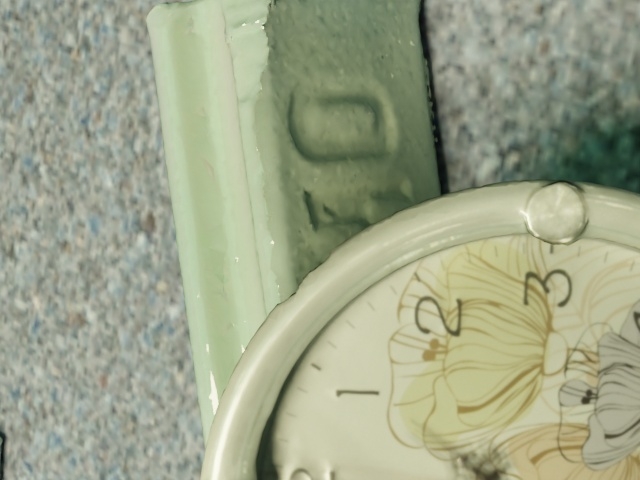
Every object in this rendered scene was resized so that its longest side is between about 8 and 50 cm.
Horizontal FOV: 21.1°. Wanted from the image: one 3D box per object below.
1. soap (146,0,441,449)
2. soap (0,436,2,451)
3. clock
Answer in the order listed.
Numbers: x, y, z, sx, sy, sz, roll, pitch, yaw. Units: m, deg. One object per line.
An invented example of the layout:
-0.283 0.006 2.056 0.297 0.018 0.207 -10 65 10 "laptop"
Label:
0.000 0.000 0.681 0.063 0.114 0.198 -8 90 40 "soap"
-0.230 0.198 0.891 0.066 0.119 0.198 10 101 37 "soap"
0.076 0.094 0.608 0.236 0.053 0.237 0 98 2 "clock"
